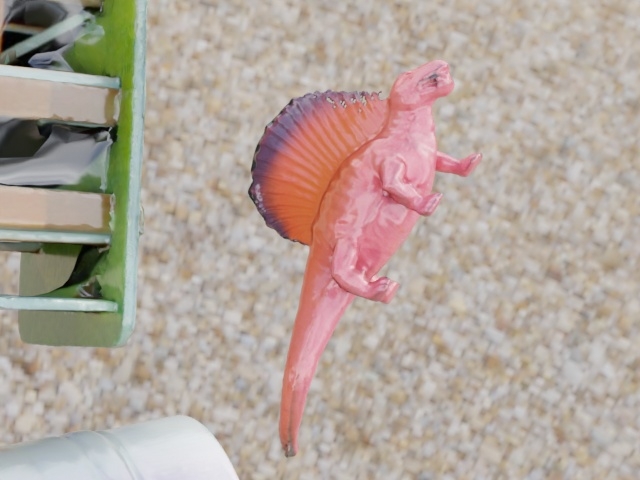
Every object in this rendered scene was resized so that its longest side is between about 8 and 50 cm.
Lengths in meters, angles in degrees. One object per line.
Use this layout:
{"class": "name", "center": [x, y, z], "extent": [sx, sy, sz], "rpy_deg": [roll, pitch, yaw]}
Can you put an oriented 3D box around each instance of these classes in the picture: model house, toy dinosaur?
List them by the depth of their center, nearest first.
{"class": "model house", "center": [-0.255, -0.088, 0.926], "extent": [0.324, 0.340, 0.300], "rpy_deg": [3, 87, -28]}
{"class": "toy dinosaur", "center": [-0.004, -0.007, 1.082], "extent": [0.139, 0.286, 0.070], "rpy_deg": [32, 6, 12]}

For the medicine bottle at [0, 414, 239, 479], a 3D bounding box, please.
{"class": "medicine bottle", "center": [-0.172, 0.185, 0.825], "extent": [0.254, 0.152, 0.152], "rpy_deg": [-10, 50, -28]}
